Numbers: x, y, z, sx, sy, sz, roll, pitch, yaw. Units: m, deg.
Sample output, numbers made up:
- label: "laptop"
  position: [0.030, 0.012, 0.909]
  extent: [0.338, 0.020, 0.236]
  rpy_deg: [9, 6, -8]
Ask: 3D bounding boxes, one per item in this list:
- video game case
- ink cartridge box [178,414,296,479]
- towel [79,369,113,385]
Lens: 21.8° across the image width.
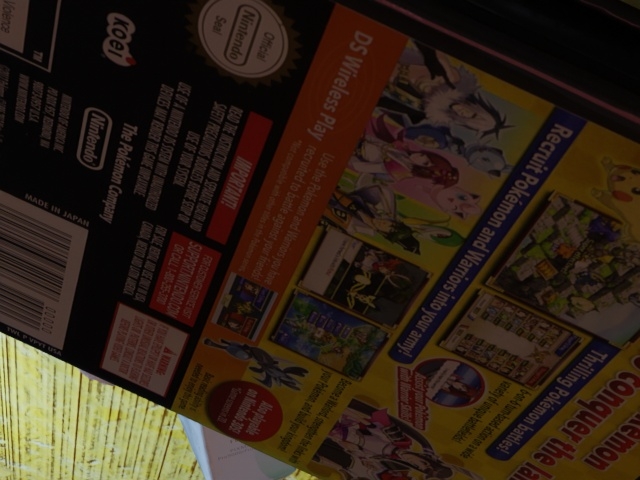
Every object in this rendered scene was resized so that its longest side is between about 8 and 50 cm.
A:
- label: "video game case"
  position: [0.000, 0.000, 0.476]
  extent: [0.248, 0.035, 0.275]
  rpy_deg: [25, 152, -1]
- label: "ink cartridge box"
  position: [-0.075, 0.004, 0.875]
  extent: [0.056, 0.181, 0.224]
  rpy_deg: [-18, 142, -13]
- label: "towel"
  position: [0.115, 0.051, 0.732]
  extent: [0.332, 0.053, 0.317]
  rpy_deg: [4, -176, 29]
